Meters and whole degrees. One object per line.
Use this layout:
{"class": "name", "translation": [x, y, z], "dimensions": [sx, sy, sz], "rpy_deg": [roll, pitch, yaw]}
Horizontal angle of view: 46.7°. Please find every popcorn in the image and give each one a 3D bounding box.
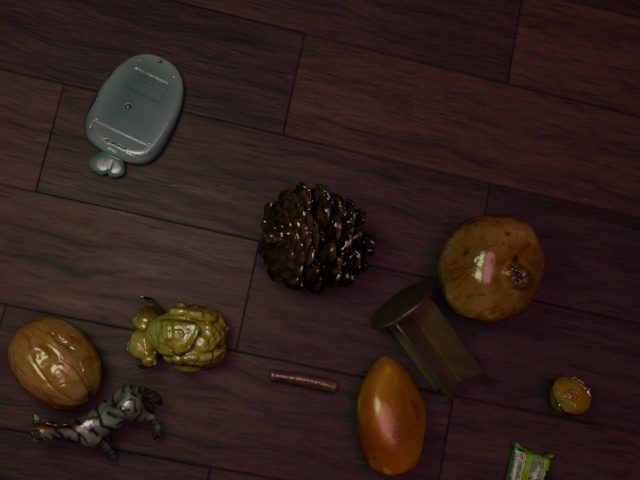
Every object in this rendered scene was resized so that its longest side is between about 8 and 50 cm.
{"class": "popcorn", "translation": [-0.292, 0.196, 1.547], "dimensions": [0.195, 0.168, 0.174], "rpy_deg": [-5, 96, 30]}

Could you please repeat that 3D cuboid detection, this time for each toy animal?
{"class": "toy animal", "translation": [-0.441, 0.380, 1.494], "dimensions": [0.255, 0.170, 0.090], "rpy_deg": [-21, 48, -21]}

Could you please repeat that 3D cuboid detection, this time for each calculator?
{"class": "calculator", "translation": [-0.414, -0.275, 1.636], "dimensions": [0.185, 0.041, 0.299], "rpy_deg": [26, 79, -3]}

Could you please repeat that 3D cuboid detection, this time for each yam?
{"class": "yam", "translation": [-0.037, 0.306, 1.619], "dimensions": [0.145, 0.032, 0.032], "rpy_deg": [11, 82, -7]}

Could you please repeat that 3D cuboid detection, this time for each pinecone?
{"class": "pinecone", "translation": [-0.010, 0.007, 1.567], "dimensions": [0.257, 0.243, 0.243], "rpy_deg": [40, 77, -44]}

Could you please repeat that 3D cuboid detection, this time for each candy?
{"class": "candy", "translation": [0.453, 0.547, 1.651], "dimensions": [0.102, 0.032, 0.178], "rpy_deg": [15, 83, -2]}

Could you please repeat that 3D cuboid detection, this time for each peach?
{"class": "peach", "translation": [0.559, 0.354, 1.674], "dimensions": [0.098, 0.061, 0.098], "rpy_deg": [7, 60, -13]}

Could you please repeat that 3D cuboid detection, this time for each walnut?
{"class": "walnut", "translation": [-0.537, 0.246, 1.504], "dimensions": [0.206, 0.159, 0.159], "rpy_deg": [41, 80, 1]}

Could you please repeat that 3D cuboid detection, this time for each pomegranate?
{"class": "pomegranate", "translation": [0.369, 0.060, 1.601], "dimensions": [0.248, 0.248, 0.248], "rpy_deg": [1, 83, -7]}

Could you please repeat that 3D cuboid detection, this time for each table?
{"class": "table", "translation": [0.240, 0.223, 1.612], "dimensions": [0.167, 0.167, 0.227], "rpy_deg": [-37, 98, -10]}

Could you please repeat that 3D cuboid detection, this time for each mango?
{"class": "mango", "translation": [0.151, 0.376, 1.588], "dimensions": [0.153, 0.126, 0.252], "rpy_deg": [-1, 82, -19]}
